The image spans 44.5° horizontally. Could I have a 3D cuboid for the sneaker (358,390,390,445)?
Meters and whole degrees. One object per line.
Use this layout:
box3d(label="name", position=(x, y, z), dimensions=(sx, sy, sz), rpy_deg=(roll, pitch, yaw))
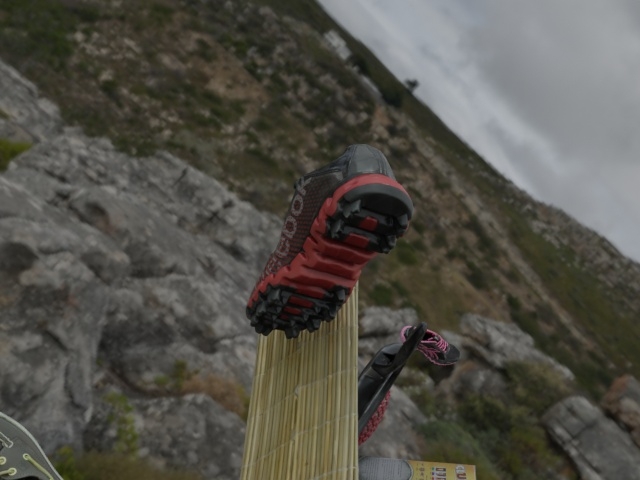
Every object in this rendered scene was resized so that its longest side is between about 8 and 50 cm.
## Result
box3d(label="sneaker", position=(0.023, 0.372, 1.602), dimensions=(0.112, 0.299, 0.121), rpy_deg=(42, -35, 33))

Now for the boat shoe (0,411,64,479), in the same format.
box3d(label="boat shoe", position=(-0.426, 0.343, 1.091), dimensions=(0.305, 0.109, 0.091), rpy_deg=(48, -11, -7))

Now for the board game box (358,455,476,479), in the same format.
box3d(label="board game box", position=(0.110, 0.356, 0.950), dimensions=(0.165, 0.042, 0.243), rpy_deg=(3, 20, 8))

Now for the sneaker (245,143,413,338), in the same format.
box3d(label="sneaker", position=(0.001, 0.000, 0.874), dimensions=(0.098, 0.276, 0.135), rpy_deg=(18, 42, -24))

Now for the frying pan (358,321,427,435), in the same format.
box3d(label="frying pan", position=(0.063, 0.203, 1.029), dimensions=(0.053, 0.197, 0.326), rpy_deg=(33, -10, 13))

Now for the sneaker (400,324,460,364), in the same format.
box3d(label="sneaker", position=(0.205, 0.186, 1.410), dimensions=(0.119, 0.047, 0.057), rpy_deg=(25, -29, -9))

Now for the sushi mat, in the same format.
box3d(label="sushi mat", position=(-0.021, 0.171, 0.865), dimensions=(0.019, 0.151, 0.316), rpy_deg=(46, 26, -27))
